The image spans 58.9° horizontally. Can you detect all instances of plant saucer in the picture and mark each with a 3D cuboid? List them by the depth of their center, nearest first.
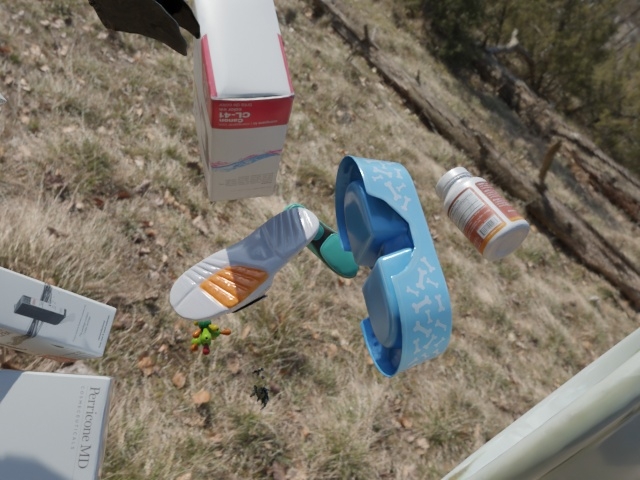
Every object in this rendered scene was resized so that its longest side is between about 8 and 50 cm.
[{"bbox_3d":[0.253,0.157,0.478,0.400,0.400,0.100,-14,58,-43],"label":"plant saucer"}]

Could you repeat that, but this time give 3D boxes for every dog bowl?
[{"bbox_3d":[0.090,0.024,0.741,0.074,0.166,0.297,-8,65,-13],"label":"dog bowl"}]

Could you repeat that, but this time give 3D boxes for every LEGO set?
[{"bbox_3d":[-0.118,0.303,1.154,0.023,0.054,0.083,21,69,-45],"label":"LEGO set"}]

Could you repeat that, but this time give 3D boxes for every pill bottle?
[{"bbox_3d":[0.363,-0.066,1.300,0.121,0.121,0.216,-2,45,-40],"label":"pill bottle"}]

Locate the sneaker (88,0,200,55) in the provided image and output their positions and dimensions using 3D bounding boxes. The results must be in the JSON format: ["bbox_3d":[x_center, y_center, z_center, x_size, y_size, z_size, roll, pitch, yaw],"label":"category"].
[{"bbox_3d":[-0.192,-0.222,0.497,0.170,0.089,0.051,16,56,16],"label":"sneaker"}]

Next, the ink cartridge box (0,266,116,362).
[{"bbox_3d":[-0.610,0.162,1.189,0.273,0.197,0.114,32,55,-39],"label":"ink cartridge box"}]

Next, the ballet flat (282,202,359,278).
[{"bbox_3d":[0.000,0.000,1.437,0.247,0.087,0.083,44,79,-9],"label":"ballet flat"}]

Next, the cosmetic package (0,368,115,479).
[{"bbox_3d":[-0.661,0.367,1.115,0.453,0.161,0.230,7,75,-15],"label":"cosmetic package"}]

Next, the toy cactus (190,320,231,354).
[{"bbox_3d":[-0.327,0.226,1.639,0.112,0.219,0.181,-4,100,0],"label":"toy cactus"}]

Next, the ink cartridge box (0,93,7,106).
[{"bbox_3d":[-0.598,-0.284,0.894,0.061,0.104,0.181,-39,98,-5],"label":"ink cartridge box"}]

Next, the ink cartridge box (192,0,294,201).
[{"bbox_3d":[-0.143,-0.236,0.971,0.131,0.306,0.226,-7,66,-16],"label":"ink cartridge box"}]

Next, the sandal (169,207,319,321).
[{"bbox_3d":[-0.106,0.051,0.896,0.265,0.076,0.102,-34,59,-17],"label":"sandal"}]
